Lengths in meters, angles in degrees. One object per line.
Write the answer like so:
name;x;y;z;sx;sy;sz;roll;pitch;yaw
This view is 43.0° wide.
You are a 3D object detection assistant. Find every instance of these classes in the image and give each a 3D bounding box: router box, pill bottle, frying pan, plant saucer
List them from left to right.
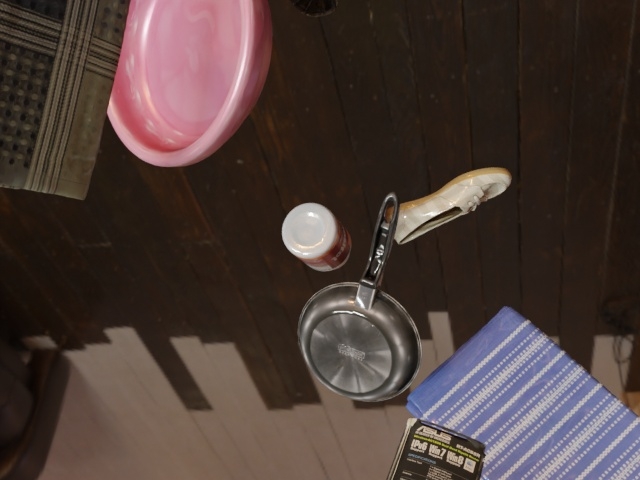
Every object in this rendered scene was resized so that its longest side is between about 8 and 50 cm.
plant saucer;-0.179;-0.264;1.098;0.084;0.332;0.332;-3;157;-47
pill bottle;0.000;0.000;1.260;0.086;0.086;0.152;-4;167;13
frying pan;0.085;0.112;1.176;0.197;0.053;0.326;39;120;6
router box;0.034;0.154;0.361;0.038;0.092;0.122;18;131;11

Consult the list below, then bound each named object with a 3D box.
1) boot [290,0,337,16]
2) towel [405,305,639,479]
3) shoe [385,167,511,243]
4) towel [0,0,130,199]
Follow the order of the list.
boot;-0.031;-0.446;1.100;0.085;0.178;0.236;-5;144;25
towel;0.324;0.284;1.236;0.243;0.336;0.040;-41;154;-10
shoe;0.211;-0.055;1.323;0.219;0.058;0.076;-22;153;21
towel;-0.355;-0.216;0.854;0.056;0.324;0.312;14;-179;40
